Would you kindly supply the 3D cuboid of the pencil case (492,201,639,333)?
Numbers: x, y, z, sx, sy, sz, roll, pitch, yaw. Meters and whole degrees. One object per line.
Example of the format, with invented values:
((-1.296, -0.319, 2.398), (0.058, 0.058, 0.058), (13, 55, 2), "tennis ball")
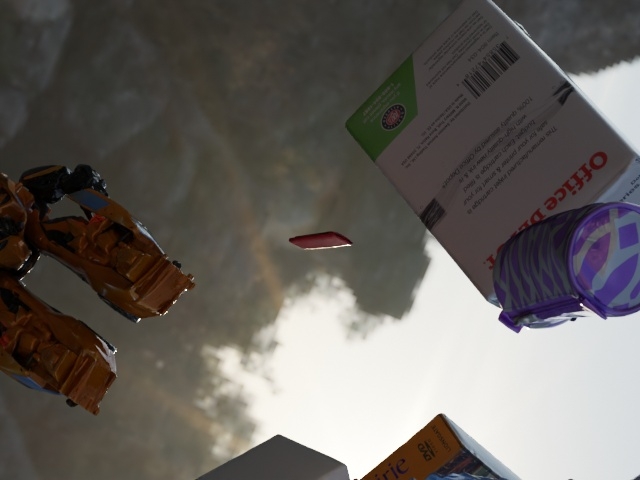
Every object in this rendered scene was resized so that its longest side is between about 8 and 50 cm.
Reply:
((0.188, 0.023, 1.274), (0.088, 0.086, 0.206), (-49, -178, -13), "pencil case")

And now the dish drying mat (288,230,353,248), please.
((0.000, 0.000, 1.993), (0.083, 0.032, 0.008), (-8, -121, 50), "dish drying mat")

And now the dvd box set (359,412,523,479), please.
((0.056, 0.395, 1.864), (0.420, 0.307, 0.062), (-40, -135, 7), "dvd box set")

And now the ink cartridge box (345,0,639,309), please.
((0.184, -0.082, 1.700), (0.198, 0.273, 0.115), (-45, 146, 12), "ink cartridge box")

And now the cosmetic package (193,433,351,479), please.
((-0.160, 0.454, 2.146), (0.161, 0.453, 0.230), (15, -55, 53), "cosmetic package")

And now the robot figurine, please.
((-0.244, 0.028, 1.506), (0.291, 0.085, 0.211), (28, -102, 45), "robot figurine")

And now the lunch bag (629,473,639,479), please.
((0.329, 0.175, 1.246), (0.221, 0.138, 0.293), (-33, -174, -37), "lunch bag")

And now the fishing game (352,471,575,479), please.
((0.167, 0.253, 1.560), (0.264, 0.189, 0.041), (-6, -118, 39), "fishing game")
